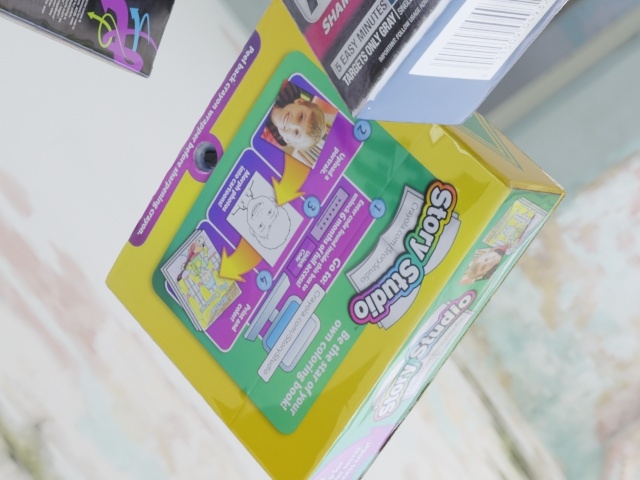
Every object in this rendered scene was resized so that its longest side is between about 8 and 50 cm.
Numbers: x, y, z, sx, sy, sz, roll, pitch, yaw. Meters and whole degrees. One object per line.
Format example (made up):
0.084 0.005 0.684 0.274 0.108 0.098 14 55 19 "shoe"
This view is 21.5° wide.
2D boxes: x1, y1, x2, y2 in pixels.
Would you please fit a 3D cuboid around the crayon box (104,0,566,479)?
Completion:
0.000 0.000 1.560 0.313 0.363 0.106 45 -156 28 "crayon box"

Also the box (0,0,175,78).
-0.135 -0.169 0.949 0.029 0.116 0.162 19 178 36 "box"

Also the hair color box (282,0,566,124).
0.021 -0.256 1.044 0.105 0.174 0.347 0 -129 -43 "hair color box"
